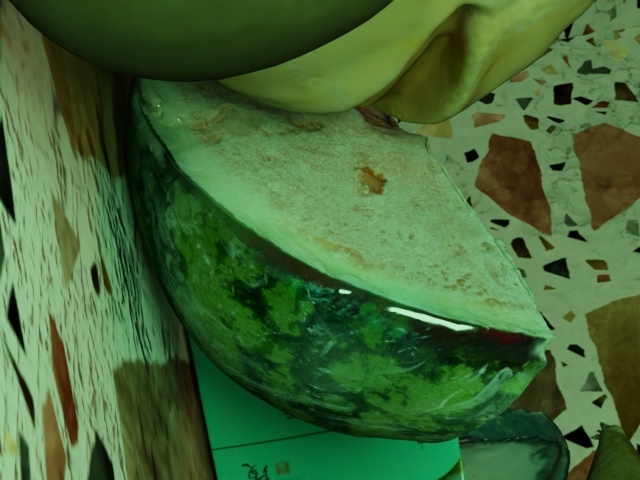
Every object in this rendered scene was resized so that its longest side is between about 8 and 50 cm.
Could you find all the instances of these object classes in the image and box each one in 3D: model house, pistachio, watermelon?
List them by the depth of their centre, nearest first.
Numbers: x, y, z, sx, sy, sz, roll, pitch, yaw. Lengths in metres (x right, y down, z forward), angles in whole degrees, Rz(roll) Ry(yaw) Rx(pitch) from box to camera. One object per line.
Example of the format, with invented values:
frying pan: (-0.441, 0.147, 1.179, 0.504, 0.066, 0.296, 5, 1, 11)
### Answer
pistachio: (0.019, -0.171, 0.803, 0.309, 0.230, 0.230, 14, -63, 58)
watermelon: (0.000, 0.000, 0.885, 0.224, 0.180, 0.305, 50, 6, -44)
model house: (0.065, 0.185, 1.558, 0.291, 0.253, 0.184, -125, -146, -56)

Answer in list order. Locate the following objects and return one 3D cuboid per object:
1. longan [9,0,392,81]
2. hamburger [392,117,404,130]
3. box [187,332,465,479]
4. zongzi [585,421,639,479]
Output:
longan: (-0.042, -0.171, 0.569, 0.248, 0.248, 0.248, -9, 90, -87)
hamburger: (0.011, 0.012, 1.324, 0.300, 0.176, 0.300, -10, 90, -88)
box: (0.012, 0.146, 1.058, 0.042, 0.161, 0.226, -96, 176, -77)
zongzi: (0.086, 0.261, 0.947, 0.500, 0.218, 0.467, 26, 36, -41)
